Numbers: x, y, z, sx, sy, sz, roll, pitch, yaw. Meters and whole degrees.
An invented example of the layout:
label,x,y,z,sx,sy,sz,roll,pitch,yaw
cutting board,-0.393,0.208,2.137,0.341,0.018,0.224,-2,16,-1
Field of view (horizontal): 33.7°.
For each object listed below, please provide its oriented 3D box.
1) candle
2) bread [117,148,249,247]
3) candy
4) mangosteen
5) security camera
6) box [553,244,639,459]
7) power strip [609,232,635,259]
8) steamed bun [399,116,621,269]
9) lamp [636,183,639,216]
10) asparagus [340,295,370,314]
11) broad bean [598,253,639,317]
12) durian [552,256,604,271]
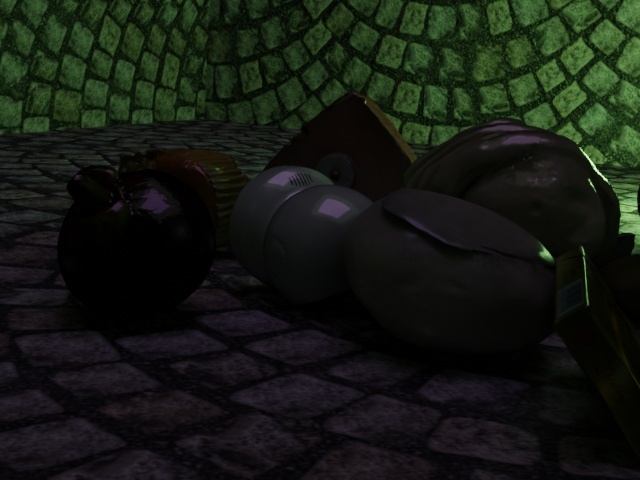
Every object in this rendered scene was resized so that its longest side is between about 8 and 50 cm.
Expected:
label,x,y,z,sx,sy,sz,roll,pitch,yaw
candle,0.052,-0.131,1.973,0.317,0.287,0.131,5,6,20
bread,-0.245,-0.070,1.812,0.250,0.178,0.133,11,18,33
candy,0.164,0.048,1.346,0.296,0.185,0.295,20,17,-6
mangosteen,-0.251,-0.007,1.390,0.216,0.216,0.216,4,11,-1
security camera,0.000,0.000,1.527,0.195,0.194,0.236,-4,16,-35
box,0.311,0.111,1.135,0.043,0.173,0.311,-32,2,16
power strip,0.543,0.012,1.981,0.136,0.050,0.019,-7,22,-39
steamed bun,0.305,-0.074,1.681,0.339,0.247,0.352,8,-16,30
lamp,0.753,-0.083,2.118,0.247,0.246,0.247,4,11,-1
asparagus,0.117,0.088,1.481,0.179,0.045,0.041,2,-3,-5
broad bean,0.517,0.073,1.569,0.189,0.121,0.263,-5,-1,-17
durian,0.285,0.069,1.510,0.221,0.095,0.137,4,27,19
